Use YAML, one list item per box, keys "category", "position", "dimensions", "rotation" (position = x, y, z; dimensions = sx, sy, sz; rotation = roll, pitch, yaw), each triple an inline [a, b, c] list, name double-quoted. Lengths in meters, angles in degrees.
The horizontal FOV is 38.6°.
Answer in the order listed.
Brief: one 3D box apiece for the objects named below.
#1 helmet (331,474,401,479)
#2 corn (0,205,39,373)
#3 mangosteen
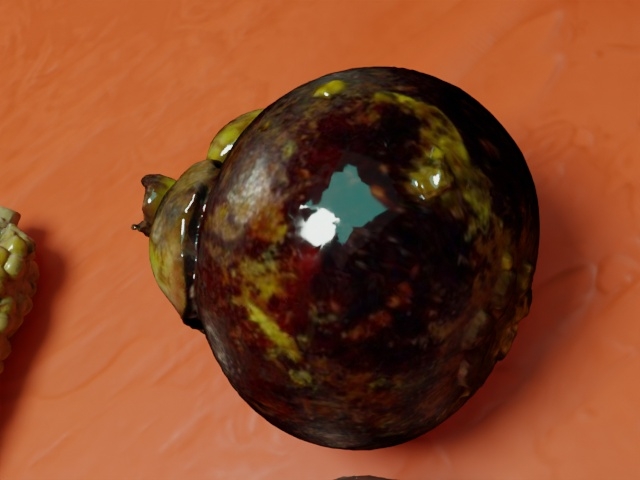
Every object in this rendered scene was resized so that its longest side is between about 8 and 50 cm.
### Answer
- category: "helmet"
  position: [0.015, 0.206, 0.412]
  dimensions: [0.175, 0.106, 0.155]
  rotation: [-33, 31, 7]
- category: "corn"
  position: [-0.239, 0.107, 0.539]
  dimensions: [0.086, 0.086, 0.288]
  rotation: [7, 69, 17]
- category: "mangosteen"
  position: [0.000, 0.000, 0.469]
  dimensions: [0.217, 0.192, 0.192]
  rotation: [22, 72, 26]
